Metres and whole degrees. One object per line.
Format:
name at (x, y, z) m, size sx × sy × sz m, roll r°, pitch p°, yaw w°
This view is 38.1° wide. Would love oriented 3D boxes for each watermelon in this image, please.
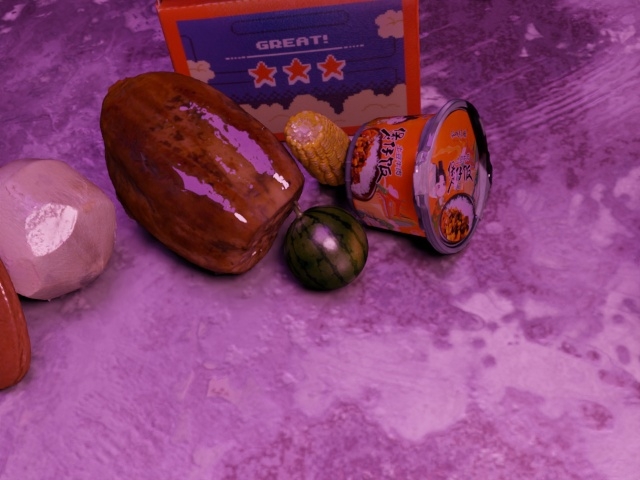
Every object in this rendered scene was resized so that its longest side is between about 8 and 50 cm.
watermelon at (0.003, 0.004, 1.066) m, size 0.109 × 0.109 × 0.109 m, roll -4°, pitch 51°, yaw 4°

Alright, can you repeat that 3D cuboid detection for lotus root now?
lotus root at (-0.155, -0.085, 1.112) m, size 0.291 × 0.193 × 0.193 m, roll 40°, pitch 65°, yaw 20°

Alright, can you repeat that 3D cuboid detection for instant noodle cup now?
instant noodle cup at (0.107, -0.079, 1.090) m, size 0.126 × 0.208 × 0.177 m, roll 8°, pitch 83°, yaw 31°

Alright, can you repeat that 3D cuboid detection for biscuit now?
biscuit at (-0.421, 0.088, 1.042) m, size 0.192 × 0.186 × 0.036 m, roll -14°, pitch 7°, yaw 22°

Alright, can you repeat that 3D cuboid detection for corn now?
corn at (0.004, -0.109, 1.106) m, size 0.067 × 0.206 × 0.067 m, roll -2°, pitch 82°, yaw 13°

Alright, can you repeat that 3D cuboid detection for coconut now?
coconut at (-0.318, -0.007, 1.085) m, size 0.161 × 0.161 × 0.162 m, roll -40°, pitch 76°, yaw -23°

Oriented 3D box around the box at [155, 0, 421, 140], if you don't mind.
box at (-0.031, -0.342, 1.255) m, size 0.319 × 0.257 × 0.348 m, roll -3°, pitch 51°, yaw 4°
